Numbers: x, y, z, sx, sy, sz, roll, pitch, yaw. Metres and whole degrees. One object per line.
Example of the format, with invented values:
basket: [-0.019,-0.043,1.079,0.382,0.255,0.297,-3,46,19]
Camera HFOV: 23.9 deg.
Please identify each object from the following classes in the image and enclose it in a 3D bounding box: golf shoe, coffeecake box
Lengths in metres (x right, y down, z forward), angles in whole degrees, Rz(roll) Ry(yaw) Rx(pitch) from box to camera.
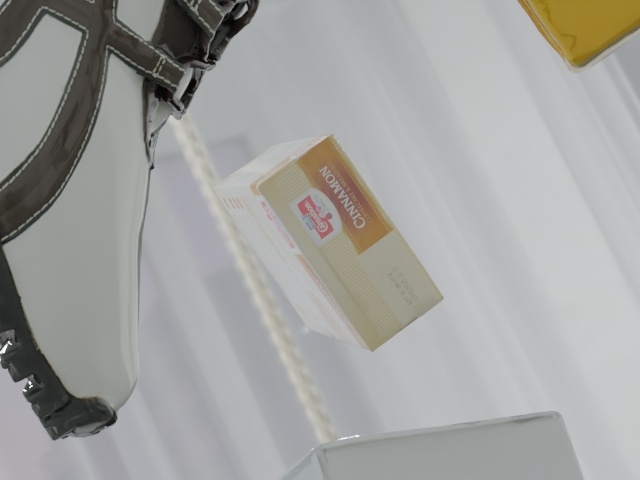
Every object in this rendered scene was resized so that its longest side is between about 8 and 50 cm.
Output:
golf shoe: [-0.043,-0.054,0.343,0.094,0.198,0.077,-5,0,-7]
coffeecake box: [0.000,0.000,1.116,0.068,0.142,0.185,-36,9,-10]

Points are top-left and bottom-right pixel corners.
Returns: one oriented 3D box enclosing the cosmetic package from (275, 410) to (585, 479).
cosmetic package: [0.053,0.202,0.752,0.151,0.183,0.151,-4,-25,-31]

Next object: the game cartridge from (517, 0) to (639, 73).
game cartridge: [0.190,-0.294,0.803,0.324,0.285,0.053,-34,-5,6]
